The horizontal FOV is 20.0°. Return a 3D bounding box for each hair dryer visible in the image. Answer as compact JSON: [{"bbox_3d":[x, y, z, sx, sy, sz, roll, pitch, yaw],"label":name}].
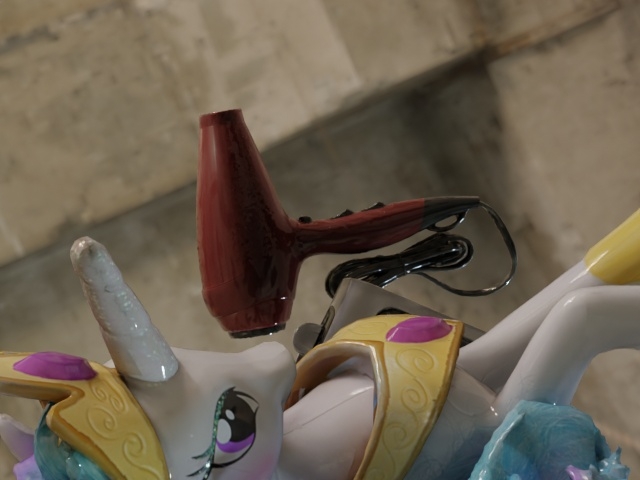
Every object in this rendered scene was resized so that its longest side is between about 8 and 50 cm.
[{"bbox_3d":[0.000,0.000,1.524,0.293,0.223,0.080,41,-13,-13],"label":"hair dryer"}]

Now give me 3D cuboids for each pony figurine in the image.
[{"bbox_3d":[0.012,0.137,0.706,0.303,0.363,0.351,40,-53,42],"label":"pony figurine"}]

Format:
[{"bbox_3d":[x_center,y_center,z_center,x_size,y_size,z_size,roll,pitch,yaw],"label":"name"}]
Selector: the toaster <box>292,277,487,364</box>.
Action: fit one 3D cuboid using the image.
[{"bbox_3d":[0.052,0.135,1.109,0.186,0.168,0.110,24,-15,6],"label":"toaster"}]
